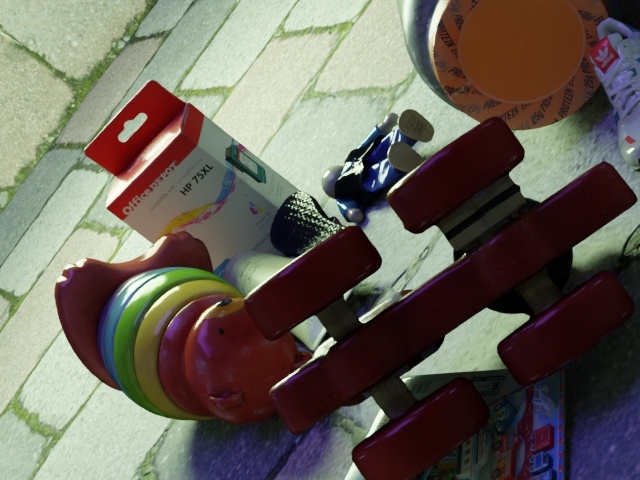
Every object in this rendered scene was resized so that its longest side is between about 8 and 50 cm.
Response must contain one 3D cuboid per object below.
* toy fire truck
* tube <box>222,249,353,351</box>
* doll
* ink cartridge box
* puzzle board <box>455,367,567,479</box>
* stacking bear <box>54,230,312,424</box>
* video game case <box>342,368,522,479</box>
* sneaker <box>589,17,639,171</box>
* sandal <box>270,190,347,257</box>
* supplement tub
[{"bbox_3d":[0.092,0.042,1.275,0.302,0.169,0.254,-36,-3,4],"label":"toy fire truck"},{"bbox_3d":[-0.029,0.051,1.735,0.240,0.062,0.070,-163,65,-65],"label":"tube"},{"bbox_3d":[0.055,-0.079,1.787,0.189,0.046,0.129,-30,37,62],"label":"doll"},{"bbox_3d":[-0.139,-0.053,1.906,0.134,0.231,0.078,-44,20,24],"label":"ink cartridge box"},{"bbox_3d":[0.130,0.152,1.206,0.096,0.011,0.128,-31,31,30],"label":"puzzle board"},{"bbox_3d":[-0.120,0.103,1.703,0.175,0.164,0.289,-17,16,-27],"label":"stacking bear"},{"bbox_3d":[0.078,0.162,1.313,0.157,0.019,0.143,-10,45,55],"label":"video game case"},{"bbox_3d":[0.242,-0.119,1.372,0.057,0.075,0.161,-40,22,32],"label":"sneaker"},{"bbox_3d":[0.000,0.000,1.799,0.067,0.040,0.179,-57,33,2],"label":"sandal"},{"bbox_3d":[0.164,-0.230,1.574,0.193,0.193,0.316,-45,20,20],"label":"supplement tub"}]
